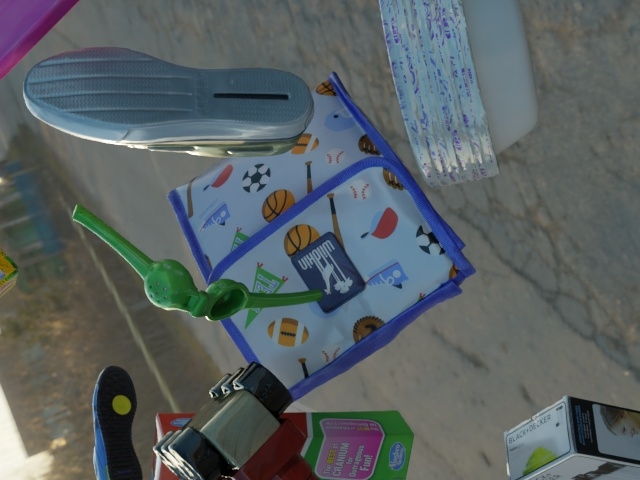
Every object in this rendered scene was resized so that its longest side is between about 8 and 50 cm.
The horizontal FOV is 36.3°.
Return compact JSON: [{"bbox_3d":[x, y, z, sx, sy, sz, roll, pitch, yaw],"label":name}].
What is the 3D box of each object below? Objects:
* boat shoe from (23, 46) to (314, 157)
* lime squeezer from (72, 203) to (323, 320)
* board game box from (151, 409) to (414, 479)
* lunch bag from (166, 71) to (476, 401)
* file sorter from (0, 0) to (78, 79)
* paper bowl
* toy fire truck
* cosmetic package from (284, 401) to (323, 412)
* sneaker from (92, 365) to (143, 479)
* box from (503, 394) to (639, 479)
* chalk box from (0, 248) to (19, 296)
[{"bbox_3d":[-0.159,-0.131,1.041,0.094,0.302,0.109,106,167,-59],"label":"boat shoe"},{"bbox_3d":[-0.136,0.050,1.105,0.110,0.310,0.059,-121,52,-68],"label":"lime squeezer"},{"bbox_3d":[-0.057,0.336,1.230,0.064,0.316,0.242,-131,45,-65],"label":"board game box"},{"bbox_3d":[0.000,0.000,1.373,0.239,0.328,0.385,46,-169,-48],"label":"lunch bag"},{"bbox_3d":[-0.388,-0.344,1.020,0.182,0.202,0.291,28,-150,-50],"label":"file sorter"},{"bbox_3d":[0.166,-0.211,1.137,0.284,0.148,0.284,-12,-90,-79],"label":"paper bowl"},{"bbox_3d":[-0.025,0.245,1.012,0.246,0.158,0.217,46,160,-2],"label":"toy fire truck"},{"bbox_3d":[-0.032,0.402,1.613,0.225,0.224,0.138,-70,3,-52],"label":"cosmetic package"},{"bbox_3d":[-0.322,0.299,1.496,0.082,0.069,0.209,-35,58,47],"label":"sneaker"},{"bbox_3d":[0.435,0.319,1.428,0.169,0.290,0.087,131,148,-51],"label":"box"},{"bbox_3d":[-0.613,0.064,1.676,0.132,0.132,0.213,46,160,-4],"label":"chalk box"}]
